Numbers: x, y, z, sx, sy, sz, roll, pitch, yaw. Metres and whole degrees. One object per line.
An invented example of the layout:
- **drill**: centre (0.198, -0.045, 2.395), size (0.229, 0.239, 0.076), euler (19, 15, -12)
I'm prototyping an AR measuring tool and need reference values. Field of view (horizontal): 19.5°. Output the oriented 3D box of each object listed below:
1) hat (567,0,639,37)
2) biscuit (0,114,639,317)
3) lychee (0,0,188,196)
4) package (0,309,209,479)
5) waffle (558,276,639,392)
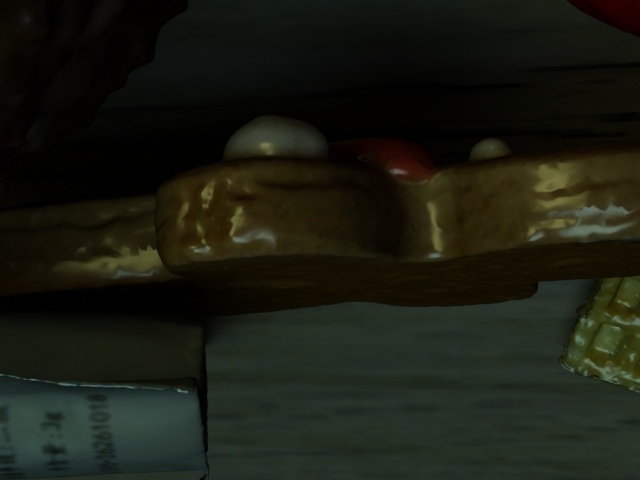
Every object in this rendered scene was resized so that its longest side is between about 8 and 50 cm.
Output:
- **hat**: centre (0.162, -0.147, 0.449), size (0.332, 0.274, 0.242), euler (-11, 121, 54)
- **biscuit**: centre (0.000, -0.003, 0.620), size (0.324, 0.205, 0.049), euler (-5, 82, 30)
- **lychee**: centre (-0.156, -0.111, 0.539), size (0.261, 0.260, 0.260), euler (8, 125, 11)
- **package**: centre (-0.139, 0.056, 0.632), size (0.204, 0.251, 0.062), euler (0, 86, -2)
- **waffle**: centre (0.147, 0.007, 0.666), size (0.092, 0.021, 0.135), euler (18, 126, 5)
